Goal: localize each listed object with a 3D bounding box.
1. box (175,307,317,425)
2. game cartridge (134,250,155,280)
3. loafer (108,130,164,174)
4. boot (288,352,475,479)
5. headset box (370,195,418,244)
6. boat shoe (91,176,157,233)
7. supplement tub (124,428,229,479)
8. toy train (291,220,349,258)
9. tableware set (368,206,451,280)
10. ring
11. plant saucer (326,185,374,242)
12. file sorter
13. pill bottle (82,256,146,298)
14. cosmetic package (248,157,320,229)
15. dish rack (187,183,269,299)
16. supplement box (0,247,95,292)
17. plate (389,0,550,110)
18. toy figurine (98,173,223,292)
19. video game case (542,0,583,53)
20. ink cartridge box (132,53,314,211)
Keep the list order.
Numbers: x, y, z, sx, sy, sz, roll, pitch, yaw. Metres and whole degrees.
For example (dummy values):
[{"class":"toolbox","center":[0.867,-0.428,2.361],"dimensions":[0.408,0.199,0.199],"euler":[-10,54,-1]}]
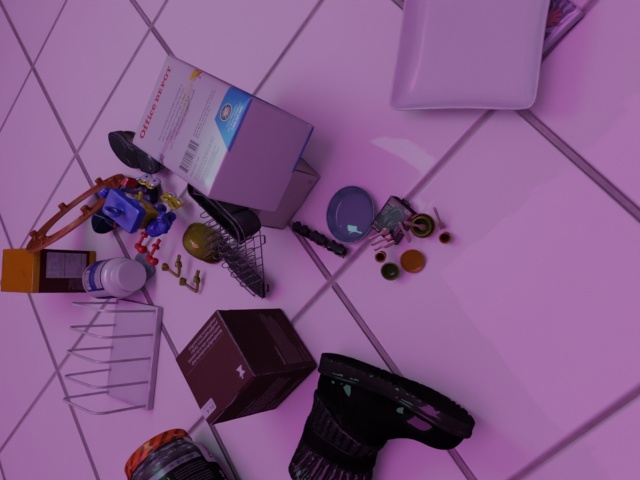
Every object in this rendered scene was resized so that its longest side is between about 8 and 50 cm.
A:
[{"class":"box","center":[-0.154,0.258,1.171],"dimensions":[0.168,0.203,0.167],"euler":[-48,60,22]},{"class":"game cartridge","center":[-0.490,0.066,1.553],"dimensions":[0.056,0.017,0.083],"euler":[-42,63,30]},{"class":"loafer","center":[-0.507,-0.254,1.571],"dimensions":[0.267,0.084,0.096],"euler":[28,133,38]},{"class":"boot","center":[0.100,0.376,1.013],"dimensions":[0.347,0.131,0.260],"euler":[11,85,47]},{"class":"headset box","center":[0.147,-0.043,1.084],"dimensions":[0.062,0.032,0.083],"euler":[46,113,30]},{"class":"boat shoe","center":[-0.560,-0.082,1.565],"dimensions":[0.258,0.109,0.089],"euler":[-36,69,31]},{"class":"supplement tub","center":[-0.288,0.605,1.233],"dimensions":[0.338,0.207,0.207],"euler":[46,112,30]},{"class":"toy train","center":[0.000,0.000,1.186],"dimensions":[0.158,0.036,0.027],"euler":[29,80,36]},{"class":"tableware set","center":[0.171,0.012,1.046],"dimensions":[0.154,0.024,0.104],"euler":[-25,95,21]},{"class":"ring","center":[-0.701,-0.089,1.576],"dimensions":[0.336,0.032,0.337],"euler":[-26,28,15]},{"class":"plant saucer","center":[0.065,-0.053,1.152],"dimensions":[0.119,0.021,0.120],"euler":[-4,84,37]},{"class":"file sorter","center":[-0.566,0.307,1.488],"dimensions":[0.192,0.173,0.278],"euler":[4,88,37]},{"class":"pill bottle","center":[-0.566,0.103,1.533],"dimensions":[0.186,0.112,0.112],"euler":[-8,81,42]},{"class":"cosmetic package","center":[-0.161,-0.185,1.276],"dimensions":[0.309,0.113,0.160],"euler":[47,112,31]},{"class":"dish rack","center":[-0.199,0.008,1.231],"dimensions":[0.208,0.074,0.272],"euler":[42,146,35]},{"class":"supplement box","center":[-0.826,0.093,1.685],"dimensions":[0.191,0.194,0.129],"euler":[-2,85,36]},{"class":"plate","center":[0.269,-0.366,0.991],"dimensions":[0.277,0.045,0.278],"euler":[10,92,36]},{"class":"toy figurine","center":[-0.439,-0.029,1.359],"dimensions":[0.362,0.217,0.191],"euler":[38,101,20]},{"class":"video game case","center":[0.325,-0.382,0.992],"dimensions":[0.201,0.023,0.183],"euler":[-44,62,24]},{"class":"ink cartridge box","center":[-0.198,-0.213,1.115],"dimensions":[0.270,0.197,0.198],"euler":[34,104,33]}]
